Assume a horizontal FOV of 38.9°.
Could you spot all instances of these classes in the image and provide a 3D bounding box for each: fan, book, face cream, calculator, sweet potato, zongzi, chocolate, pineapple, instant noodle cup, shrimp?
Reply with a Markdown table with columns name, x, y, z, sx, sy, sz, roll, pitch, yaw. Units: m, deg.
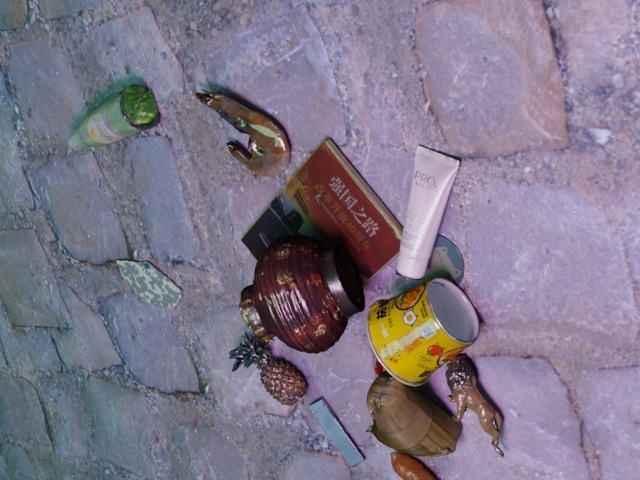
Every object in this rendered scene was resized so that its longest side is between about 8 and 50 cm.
| name | x | y | z | sx | sy | sz | roll | pitch | yaw |
| --- | --- | --- | --- | --- | --- | --- | --- | --- | --- |
| fan | -0.434 | 0.108 | 2.296 | 0.240 | 0.009 | 0.131 | 21 | 124 | 31 |
| book | 0.000 | 0.000 | 1.861 | 0.262 | 0.028 | 0.374 | 52 | 135 | 8 |
| face cream | 0.190 | -0.045 | 1.657 | 0.092 | 0.058 | 0.244 | 25 | 116 | 32 |
| calculator | 0.036 | 0.435 | 2.055 | 0.172 | 0.018 | 0.057 | 54 | 136 | 5 |
| sweet potato | 0.224 | 0.512 | 1.913 | 0.195 | 0.056 | 0.056 | 37 | 131 | 16 |
| zongzi | 0.128 | 0.347 | 1.838 | 0.228 | 0.115 | 0.256 | 43 | 154 | -30 |
| fan | 0.202 | 0.053 | 1.729 | 0.175 | 0.005 | 0.113 | -30 | 90 | 45 |
| chocolate | -0.494 | -0.269 | 2.098 | 0.291 | 0.110 | 0.110 | -15 | 101 | 46 |
| pineapple | -0.117 | 0.304 | 2.074 | 0.221 | 0.083 | 0.103 | 38 | 130 | 23 |
| instant noodle cup | 0.197 | 0.159 | 1.680 | 0.144 | 0.182 | 0.182 | -37 | 86 | 35 |
| shrimp | -0.166 | -0.222 | 1.872 | 0.251 | 0.052 | 0.143 | 40 | 134 | 17 |

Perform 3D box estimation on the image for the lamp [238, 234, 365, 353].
| name | x | y | z | sx | sy | sz | roll | pitch | yaw |
| --- | --- | --- | --- | --- | --- | --- | --- | --- | --- |
| lamp | -0.040 | 0.107 | 1.771 | 0.247 | 0.247 | 0.247 | 19 | 122 | 33 |

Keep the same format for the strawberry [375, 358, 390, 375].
| name | x | y | z | sx | sy | sz | roll | pitch | yaw |
| --- | --- | --- | --- | --- | --- | --- | --- | --- | --- |
| strawberry | 0.148 | 0.251 | 1.828 | 0.083 | 0.083 | 0.096 | 54 | 138 | 5 |

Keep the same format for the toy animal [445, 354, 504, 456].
| name | x | y | z | sx | sy | sz | roll | pitch | yaw |
| --- | --- | --- | --- | --- | --- | --- | --- | --- | --- |
| toy animal | 0.293 | 0.326 | 1.747 | 0.086 | 0.069 | 0.220 | -29 | 93 | 25 |
